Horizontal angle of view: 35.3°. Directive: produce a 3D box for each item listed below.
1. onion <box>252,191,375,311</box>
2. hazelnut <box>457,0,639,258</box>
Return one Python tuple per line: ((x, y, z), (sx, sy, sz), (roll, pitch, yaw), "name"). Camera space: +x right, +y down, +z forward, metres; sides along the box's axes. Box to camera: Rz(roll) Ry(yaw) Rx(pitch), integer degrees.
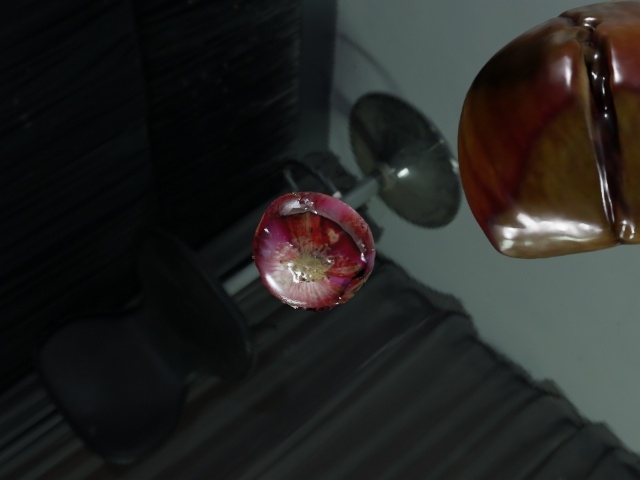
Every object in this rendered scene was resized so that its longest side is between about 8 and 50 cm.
((0.000, 0.000, 1.199), (0.150, 0.140, 0.150), (8, 119, 14), "onion")
((0.200, -0.085, 0.718), (0.212, 0.181, 0.181), (-11, 88, 20), "hazelnut")
